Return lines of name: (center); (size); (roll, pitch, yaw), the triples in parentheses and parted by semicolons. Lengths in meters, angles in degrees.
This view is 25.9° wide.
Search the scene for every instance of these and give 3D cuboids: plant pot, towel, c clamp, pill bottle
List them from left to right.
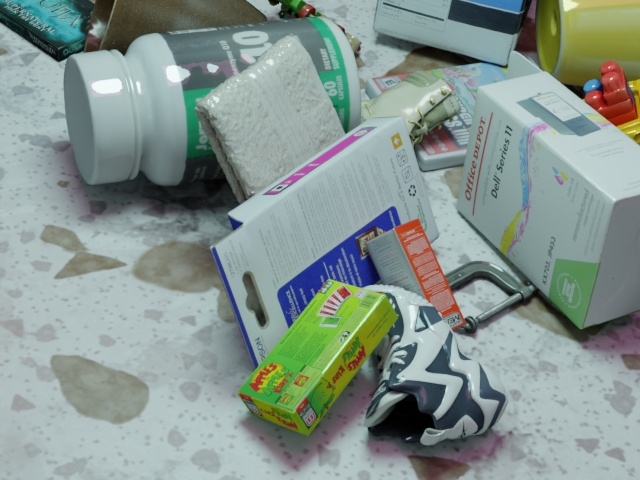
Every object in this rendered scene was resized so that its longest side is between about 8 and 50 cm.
plant pot: (-0.202, -0.307, 2.009); (0.230, 0.215, 0.215); (16, 39, -18)
pill bottle: (-0.145, -0.182, 1.855); (0.361, 0.204, 0.204); (-10, 45, -21)
towel: (-0.037, -0.092, 1.742); (0.049, 0.282, 0.187); (-4, 30, 45)
c clamp: (0.213, 0.075, 1.772); (0.161, 0.022, 0.137); (-21, 50, -31)
plant pot: (0.460, -0.327, 2.108); (0.239, 0.254, 0.254); (-2, 42, -5)

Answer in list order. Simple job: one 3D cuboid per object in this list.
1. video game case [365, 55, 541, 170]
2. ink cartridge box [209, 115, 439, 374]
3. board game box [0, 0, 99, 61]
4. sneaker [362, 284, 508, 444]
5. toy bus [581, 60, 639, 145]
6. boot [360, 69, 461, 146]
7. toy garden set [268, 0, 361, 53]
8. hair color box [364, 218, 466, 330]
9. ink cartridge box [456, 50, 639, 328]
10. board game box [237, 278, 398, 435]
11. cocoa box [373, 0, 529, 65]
video game case: (0.235, -0.194, 2.078); (0.285, 0.025, 0.204); (-10, 45, -22)
ink cartridge box: (0.000, 0.000, 1.698); (0.069, 0.175, 0.371); (0, 27, 42)
board game box: (-0.412, -0.345, 2.122); (0.186, 0.026, 0.126); (34, 47, 25)
sneaker: (0.085, 0.150, 1.606); (0.153, 0.094, 0.235); (-20, 59, -41)
toy bus: (0.410, -0.123, 1.859); (0.149, 0.211, 0.220); (-18, 35, 19)
boot: (0.128, -0.149, 1.937); (0.165, 0.077, 0.213); (-28, 47, -12)
toy garden set: (-0.027, -0.330, 2.086); (0.204, 0.049, 0.244); (37, 7, 19)
hair color box: (0.114, 0.051, 1.691); (0.043, 0.072, 0.141); (-22, 87, -33)
ink cartridge box: (0.291, -0.076, 1.807); (0.119, 0.207, 0.353); (-15, 41, -26)
board game box: (-0.002, 0.130, 1.586); (0.092, 0.043, 0.181); (14, 54, 43)
cocoa box: (0.244, -0.478, 2.227); (0.231, 0.228, 0.347); (15, 37, 7)
